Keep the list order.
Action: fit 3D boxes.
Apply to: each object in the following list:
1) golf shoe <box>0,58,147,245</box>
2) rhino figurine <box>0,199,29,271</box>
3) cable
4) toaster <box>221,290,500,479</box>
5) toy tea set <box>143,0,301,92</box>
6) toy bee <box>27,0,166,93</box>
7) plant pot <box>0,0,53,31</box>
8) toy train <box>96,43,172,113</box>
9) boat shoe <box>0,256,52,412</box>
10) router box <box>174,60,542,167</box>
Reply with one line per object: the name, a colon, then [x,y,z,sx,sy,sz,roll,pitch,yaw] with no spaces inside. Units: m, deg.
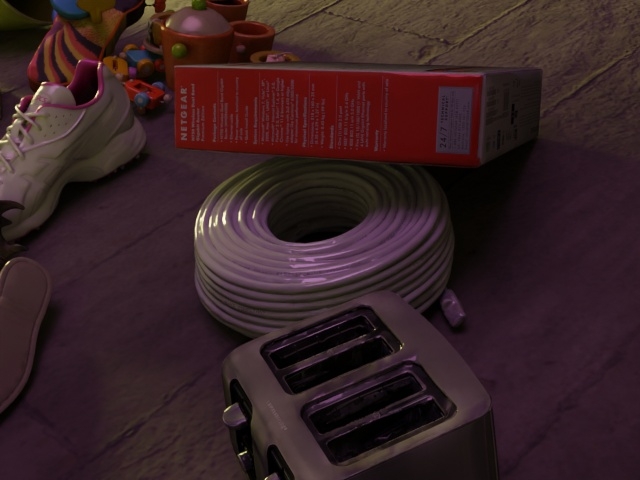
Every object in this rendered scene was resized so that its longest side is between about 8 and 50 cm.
golf shoe: [-0.339,-0.103,1.100,0.115,0.140,0.306,17,44,30]
rhino figurine: [-0.385,0.033,0.956,0.073,0.106,0.243,-22,20,44]
cable: [0.000,0.000,0.915,0.257,0.089,0.257,-7,35,3]
toaster: [0.033,0.140,0.692,0.185,0.110,0.168,-20,37,-15]
toy tea set: [-0.145,-0.307,1.323,0.199,0.124,0.336,-5,32,-21]
toy bee: [-0.312,-0.340,1.376,0.162,0.299,0.195,14,6,-8]
plant pot: [-0.599,-0.465,1.599,0.293,0.275,0.275,-9,32,28]
toy train: [-0.249,-0.224,1.336,0.125,0.046,0.166,22,32,4]
boat shoe: [-0.311,0.106,0.885,0.065,0.075,0.206,-41,25,35]
router box: [0.058,-0.144,0.999,0.301,0.082,0.335,6,13,21]
